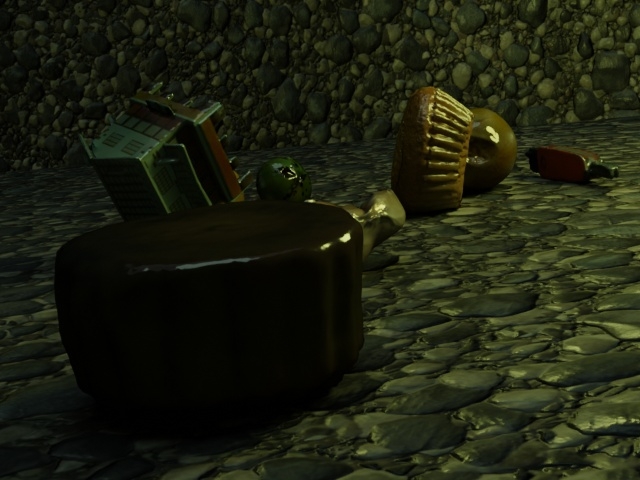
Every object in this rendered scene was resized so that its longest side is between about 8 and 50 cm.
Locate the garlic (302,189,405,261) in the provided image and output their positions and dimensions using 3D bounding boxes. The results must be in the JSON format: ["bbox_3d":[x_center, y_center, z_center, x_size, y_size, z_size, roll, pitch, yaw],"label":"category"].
[{"bbox_3d":[0.000,0.000,1.436,0.217,0.110,0.228,-15,-5,22],"label":"garlic"}]

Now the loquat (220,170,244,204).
[{"bbox_3d":[-0.211,-0.090,2.021,0.113,0.137,0.137,-43,28,-27],"label":"loquat"}]

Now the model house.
[{"bbox_3d":[-0.266,-0.120,1.731,0.198,0.224,0.215,26,59,38],"label":"model house"}]

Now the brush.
[{"bbox_3d":[0.516,-0.153,2.094,0.051,0.070,0.323,-10,13,-15],"label":"brush"}]

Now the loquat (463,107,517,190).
[{"bbox_3d":[0.313,-0.188,2.109,0.179,0.179,0.227,-5,7,5],"label":"loquat"}]

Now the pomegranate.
[{"bbox_3d":[-0.089,-0.100,2.071,0.161,0.122,0.122,-32,0,22],"label":"pomegranate"}]

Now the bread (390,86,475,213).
[{"bbox_3d":[0.205,-0.165,1.891,0.139,0.240,0.240,9,11,5],"label":"bread"}]

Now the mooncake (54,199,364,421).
[{"bbox_3d":[-0.101,0.063,0.959,0.290,0.161,0.290,-5,12,1],"label":"mooncake"}]
